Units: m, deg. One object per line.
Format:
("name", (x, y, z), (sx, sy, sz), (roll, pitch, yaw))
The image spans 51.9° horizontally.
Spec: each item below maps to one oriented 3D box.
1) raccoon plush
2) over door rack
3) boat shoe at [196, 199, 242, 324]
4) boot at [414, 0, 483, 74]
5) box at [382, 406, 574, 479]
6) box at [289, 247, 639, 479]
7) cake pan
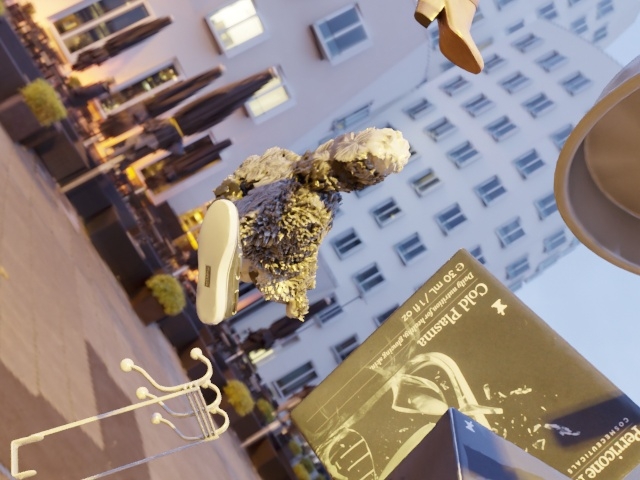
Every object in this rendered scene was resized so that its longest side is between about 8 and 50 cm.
("raccoon plush", (0.000, 0.000, 1.188), (0.446, 0.216, 0.299), (-5, -45, 40))
("over door rack", (-0.326, 0.311, 1.101), (0.108, 0.324, 0.239), (54, -20, 33))
("boat shoe", (-0.108, 0.023, 0.726), (0.049, 0.040, 0.142), (21, -72, 37))
("boot", (0.166, -0.265, 0.779), (0.118, 0.087, 0.042), (42, -25, -11))
("box", (0.182, 0.403, 0.745), (0.296, 0.294, 0.183), (32, 22, -9))
("box", (0.287, 0.364, 1.233), (0.472, 0.480, 0.297), (47, 3, 34))
("cake pan", (0.329, -0.057, 0.487), (0.293, 0.293, 0.054), (73, 28, -53))
